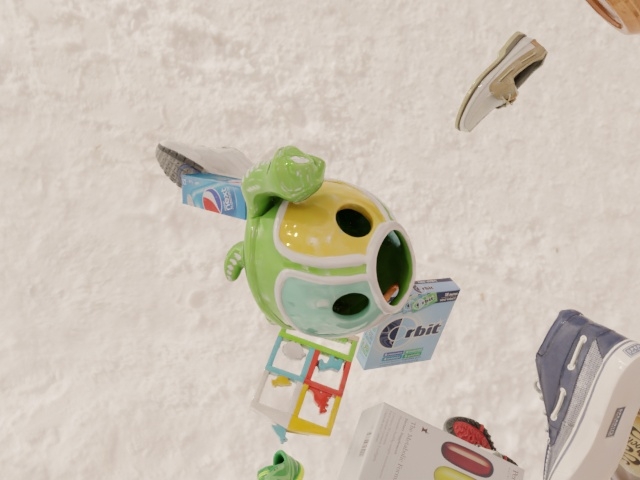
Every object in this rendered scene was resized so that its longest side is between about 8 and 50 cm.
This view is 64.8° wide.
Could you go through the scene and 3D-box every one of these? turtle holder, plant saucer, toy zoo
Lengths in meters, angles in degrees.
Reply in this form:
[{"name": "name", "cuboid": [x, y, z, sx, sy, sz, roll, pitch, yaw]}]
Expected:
[{"name": "turtle holder", "cuboid": [0.012, -0.001, 0.767, 0.243, 0.227, 0.320, -29, 118, -46]}, {"name": "plant saucer", "cuboid": [0.489, -0.422, 0.864, 0.200, 0.037, 0.200, 35, 29, -23]}, {"name": "toy zoo", "cuboid": [-0.039, 0.325, 1.171, 0.192, 0.030, 0.293, 19, 57, 3]}]

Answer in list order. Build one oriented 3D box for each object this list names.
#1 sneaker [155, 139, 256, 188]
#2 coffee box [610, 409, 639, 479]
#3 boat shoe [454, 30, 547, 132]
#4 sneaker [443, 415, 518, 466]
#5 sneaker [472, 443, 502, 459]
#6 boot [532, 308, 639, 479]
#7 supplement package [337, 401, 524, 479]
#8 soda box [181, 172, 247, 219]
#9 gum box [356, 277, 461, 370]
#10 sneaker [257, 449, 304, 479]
[{"name": "sneaker", "cuboid": [-0.261, -0.180, 1.251, 0.297, 0.111, 0.129, 22, 54, -29]}, {"name": "coffee box", "cuboid": [0.659, 0.454, 0.942, 0.119, 0.168, 0.297, 22, 35, -32]}, {"name": "boat shoe", "cuboid": [0.485, -0.413, 1.361, 0.302, 0.103, 0.113, -55, 157, 10]}, {"name": "sneaker", "cuboid": [0.350, 0.510, 1.184, 0.262, 0.125, 0.104, 49, 54, -18]}, {"name": "sneaker", "cuboid": [0.366, 0.551, 0.953, 0.122, 0.146, 0.331, -24, 78, -26]}, {"name": "boot", "cuboid": [0.243, 0.164, 0.488, 0.069, 0.086, 0.190, 5, 109, -25]}, {"name": "supplement package", "cuboid": [0.170, 0.378, 0.804, 0.244, 0.134, 0.139, 25, 64, 0]}, {"name": "soda box", "cuboid": [-0.201, -0.096, 1.056, 0.071, 0.210, 0.067, -15, 112, -48]}, {"name": "gum box", "cuboid": [0.164, 0.159, 0.955, 0.157, 0.041, 0.184, -2, 124, -24]}, {"name": "sneaker", "cuboid": [-0.139, 0.692, 1.377, 0.123, 0.109, 0.295, 48, 18, -2]}]
